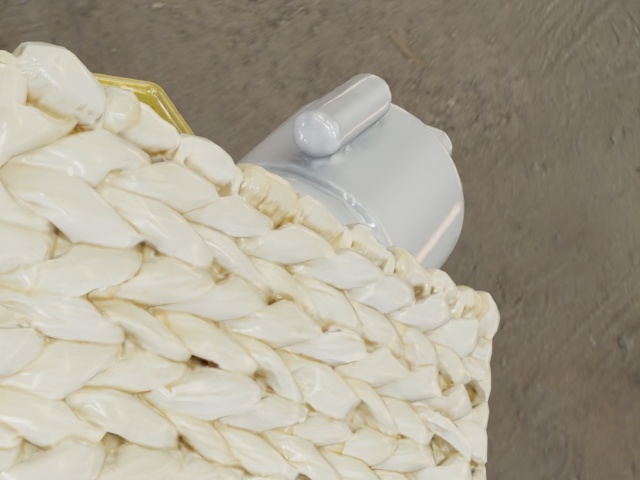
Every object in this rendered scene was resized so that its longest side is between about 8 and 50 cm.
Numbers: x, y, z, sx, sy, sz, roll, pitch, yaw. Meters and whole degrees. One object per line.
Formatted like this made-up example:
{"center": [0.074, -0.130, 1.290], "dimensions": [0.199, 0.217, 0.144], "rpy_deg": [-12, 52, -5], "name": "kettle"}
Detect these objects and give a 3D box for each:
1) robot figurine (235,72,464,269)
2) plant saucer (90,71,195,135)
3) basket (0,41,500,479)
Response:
{"center": [0.000, 0.000, 1.249], "dimensions": [0.200, 0.353, 0.300], "rpy_deg": [18, 123, 18], "name": "robot figurine"}
{"center": [-0.216, -0.070, 1.439], "dimensions": [0.081, 0.333, 0.333], "rpy_deg": [-51, 58, 26], "name": "plant saucer"}
{"center": [-0.143, 0.117, 0.497], "dimensions": [0.331, 0.328, 0.266], "rpy_deg": [-3, 73, 31], "name": "basket"}
